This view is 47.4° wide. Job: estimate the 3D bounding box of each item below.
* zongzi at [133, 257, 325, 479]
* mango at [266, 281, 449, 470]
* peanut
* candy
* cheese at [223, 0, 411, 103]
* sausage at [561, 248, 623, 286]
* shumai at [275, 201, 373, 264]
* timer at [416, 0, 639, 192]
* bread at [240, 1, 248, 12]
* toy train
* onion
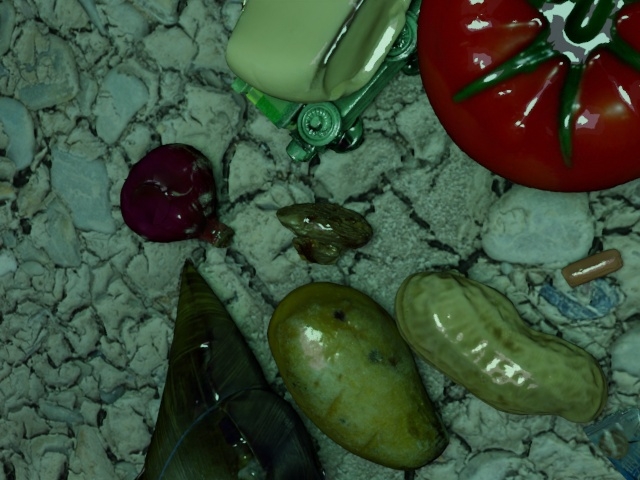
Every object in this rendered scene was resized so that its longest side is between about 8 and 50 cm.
[{"bbox_3d":[-0.226,0.309,1.204,0.403,0.207,0.432,-46,61,29],"label":"zongzi"},{"bbox_3d":[0.055,0.208,1.098,0.176,0.175,0.330,-19,110,41],"label":"mango"},{"bbox_3d":[0.251,0.152,1.034,0.325,0.140,0.153,27,62,6],"label":"peanut"},{"bbox_3d":[0.452,0.305,1.038,0.088,0.038,0.136,-43,75,31],"label":"candy"},{"bbox_3d":[-0.015,-0.312,0.951,0.233,0.127,0.266,34,102,20],"label":"cheese"},{"bbox_3d":[0.383,0.039,1.028,0.083,0.034,0.034,-25,88,18],"label":"sausage"},{"bbox_3d":[0.010,-0.007,1.104,0.139,0.123,0.105,-9,105,5],"label":"shumai"},{"bbox_3d":[0.308,-0.248,0.892,0.377,0.279,0.378,2,99,16],"label":"timer"},{"bbox_3d":[-0.101,-0.387,1.135,0.046,0.036,0.083,7,100,14],"label":"bread"},{"bbox_3d":[0.026,-0.263,1.067,0.202,0.120,0.301,46,108,12],"label":"toy train"},{"bbox_3d":[-0.229,-0.056,1.164,0.198,0.135,0.173,39,109,8],"label":"onion"}]
